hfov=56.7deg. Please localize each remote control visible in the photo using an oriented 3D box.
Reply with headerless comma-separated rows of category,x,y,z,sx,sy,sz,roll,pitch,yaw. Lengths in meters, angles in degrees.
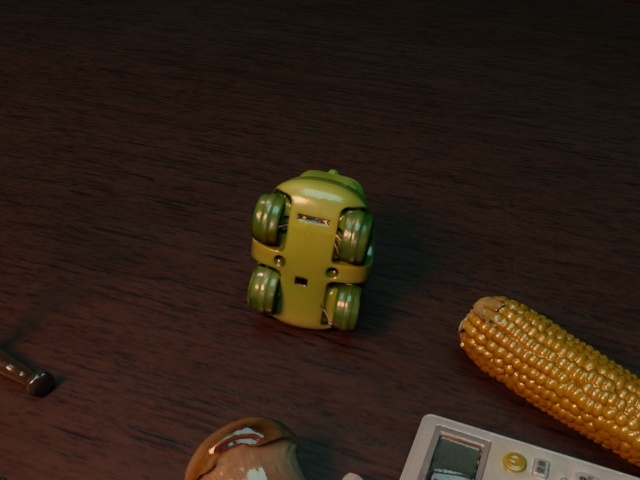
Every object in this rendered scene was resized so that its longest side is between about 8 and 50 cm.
remote control,0.223,0.252,0.549,0.293,0.051,0.103,14,41,21

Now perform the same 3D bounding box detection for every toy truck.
toy truck,-0.002,-0.006,0.743,0.148,0.187,0.211,12,41,8

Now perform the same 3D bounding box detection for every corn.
corn,0.268,0.150,0.638,0.260,0.091,0.091,35,35,30

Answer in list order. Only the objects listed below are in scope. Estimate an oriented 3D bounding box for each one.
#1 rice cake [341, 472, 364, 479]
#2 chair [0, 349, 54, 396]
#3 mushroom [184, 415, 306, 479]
rice cake,0.090,0.273,0.534,0.180,0.030,0.042,24,41,25
chair,-0.582,0.054,0.559,0.410,0.362,0.364,21,45,30
mushroom,0.004,0.287,0.473,0.159,0.122,0.329,15,25,-45
